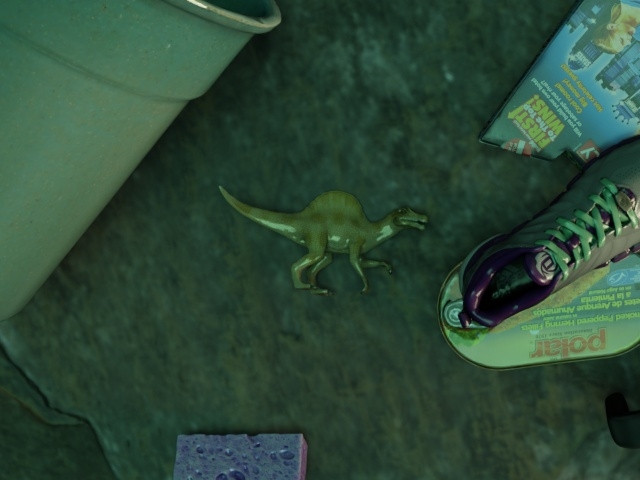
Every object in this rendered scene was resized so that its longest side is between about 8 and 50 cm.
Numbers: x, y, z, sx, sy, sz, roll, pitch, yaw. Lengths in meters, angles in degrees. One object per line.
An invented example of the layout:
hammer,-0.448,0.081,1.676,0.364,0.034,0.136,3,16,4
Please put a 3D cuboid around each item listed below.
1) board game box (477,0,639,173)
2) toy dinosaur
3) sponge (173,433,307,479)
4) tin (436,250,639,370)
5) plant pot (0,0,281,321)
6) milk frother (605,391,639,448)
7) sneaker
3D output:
board game box,0.237,-0.110,0.994,0.194,0.060,0.194,-40,92,12
toy dinosaur,0.000,0.000,1.053,0.183,0.053,0.092,4,81,0
sponge,-0.077,0.270,1.032,0.117,0.031,0.210,-1,59,9
tin,0.195,0.053,1.029,0.190,0.040,0.106,-7,90,9
plant pot,-0.262,-0.135,0.946,0.341,0.341,0.334,36,108,3
milk frother,0.313,0.161,0.972,0.129,0.135,0.143,-36,90,10
sneaker,0.205,0.001,0.939,0.224,0.098,0.083,-39,95,20
